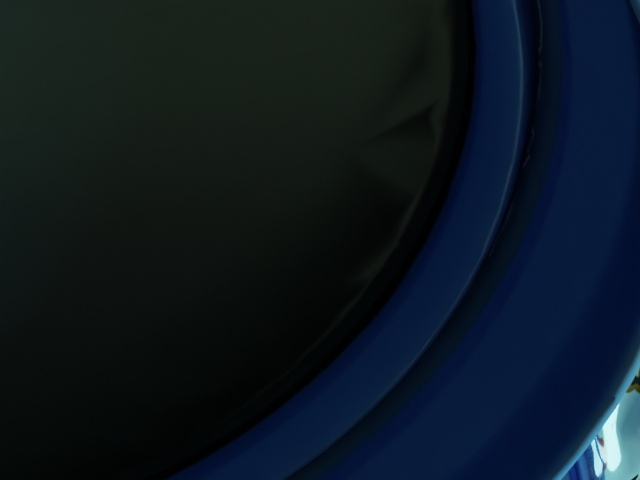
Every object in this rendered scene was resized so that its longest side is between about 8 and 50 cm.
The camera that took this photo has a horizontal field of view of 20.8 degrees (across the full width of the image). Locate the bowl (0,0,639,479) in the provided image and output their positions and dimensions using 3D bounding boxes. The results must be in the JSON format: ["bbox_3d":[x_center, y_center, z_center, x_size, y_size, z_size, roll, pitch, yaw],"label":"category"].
[{"bbox_3d":[-0.116,0.009,0.382,0.391,0.077,0.391,-10,140,-8],"label":"bowl"}]

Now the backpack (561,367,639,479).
[{"bbox_3d":[0.049,-0.012,0.616,0.213,0.263,0.276,-32,172,-10],"label":"backpack"}]
